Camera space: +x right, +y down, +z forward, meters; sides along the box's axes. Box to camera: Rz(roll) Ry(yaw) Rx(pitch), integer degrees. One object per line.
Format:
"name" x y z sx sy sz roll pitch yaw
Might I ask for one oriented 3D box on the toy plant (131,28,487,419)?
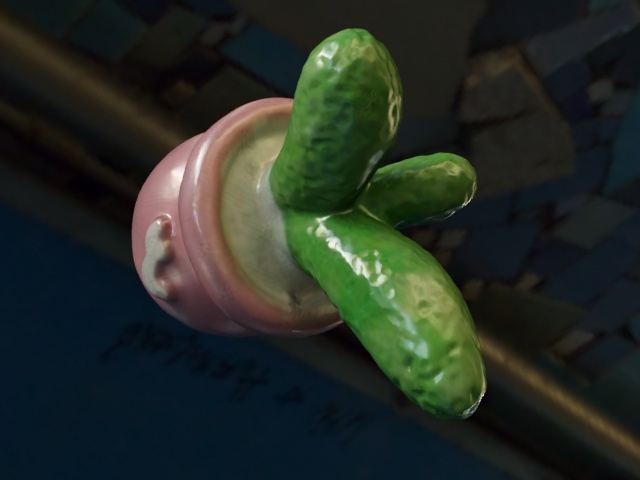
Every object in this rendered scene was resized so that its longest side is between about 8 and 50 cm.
"toy plant" -0.006 0.002 1.336 0.211 0.356 0.317 -17 -87 -40
